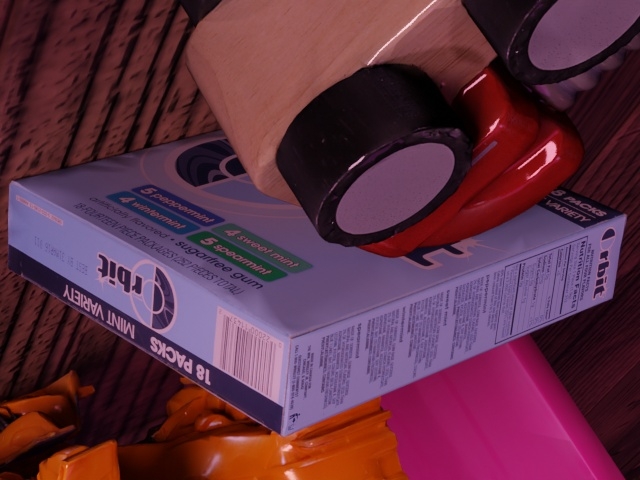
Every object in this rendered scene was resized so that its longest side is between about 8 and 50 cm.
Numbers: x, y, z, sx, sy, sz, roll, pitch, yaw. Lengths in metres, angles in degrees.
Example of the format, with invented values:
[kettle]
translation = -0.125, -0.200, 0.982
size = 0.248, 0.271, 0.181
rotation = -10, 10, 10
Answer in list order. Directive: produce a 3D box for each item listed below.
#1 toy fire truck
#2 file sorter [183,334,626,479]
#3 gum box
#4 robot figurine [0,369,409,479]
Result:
[toy fire truck]
translation = 0.089, -0.102, 0.609
size = 0.217, 0.158, 0.246
rotation = -42, 150, 20
[file sorter]
translation = 0.001, 0.165, 0.999
size = 0.182, 0.202, 0.291
rotation = -17, 155, -36
[gum box]
translation = 0.000, 0.000, 0.655
size = 0.184, 0.157, 0.041
rotation = -17, 122, -42
[robot figurine]
translation = -0.103, 0.106, 0.706
size = 0.211, 0.085, 0.291
rotation = -18, -175, -34
